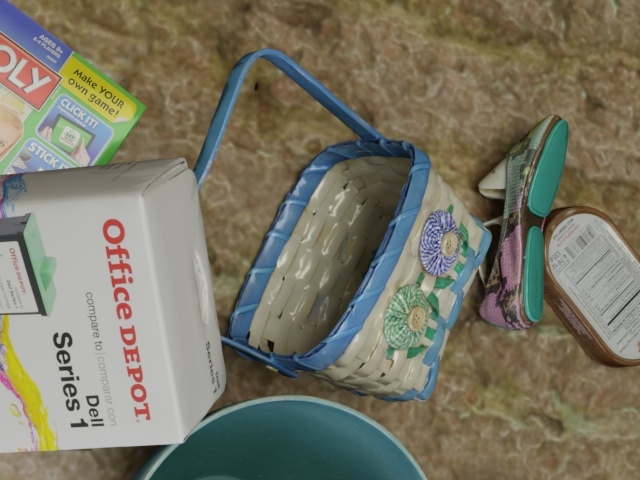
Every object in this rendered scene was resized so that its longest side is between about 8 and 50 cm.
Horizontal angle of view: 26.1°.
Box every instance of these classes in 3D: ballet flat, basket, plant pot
[{"bbox_3d":[0.193,-0.021,1.382,0.077,0.079,0.222,21,76,-58],"label":"ballet flat"},{"bbox_3d":[0.000,0.000,1.233,0.289,0.201,0.255,29,75,-26],"label":"basket"},{"bbox_3d":[-0.060,0.278,1.184,0.290,0.195,0.290,2,84,-21],"label":"plant pot"}]

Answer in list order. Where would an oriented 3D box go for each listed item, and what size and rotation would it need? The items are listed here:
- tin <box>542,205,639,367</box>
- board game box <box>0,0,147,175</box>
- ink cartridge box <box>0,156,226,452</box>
[{"bbox_3d":[0.291,0.049,1.436,0.106,0.040,0.190,-42,101,-16],"label":"tin"},{"bbox_3d":[-0.338,-0.125,1.193,0.317,0.046,0.213,37,74,-15],"label":"board game box"},{"bbox_3d":[-0.232,0.054,1.085,0.278,0.117,0.201,-5,104,13],"label":"ink cartridge box"}]
